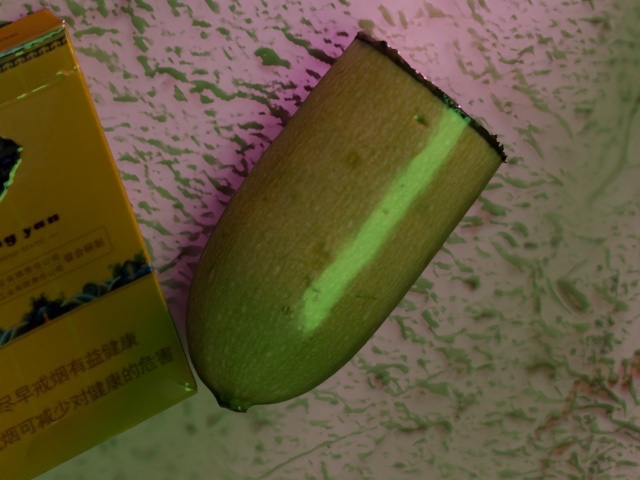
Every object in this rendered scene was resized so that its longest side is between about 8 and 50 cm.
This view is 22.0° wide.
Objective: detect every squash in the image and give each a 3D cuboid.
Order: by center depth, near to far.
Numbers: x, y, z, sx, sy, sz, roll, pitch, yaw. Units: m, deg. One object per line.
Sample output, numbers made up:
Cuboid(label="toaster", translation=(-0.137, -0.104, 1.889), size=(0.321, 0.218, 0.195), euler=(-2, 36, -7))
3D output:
Cuboid(label="squash", translation=(0.000, 0.000, 1.065), size=(0.132, 0.132, 0.247), euler=(38, 90, -36))

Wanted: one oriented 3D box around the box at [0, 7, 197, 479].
Cuboid(label="box", translation=(-0.185, 0.014, 1.018), size=(0.153, 0.041, 0.279), euler=(-27, 121, -16))
